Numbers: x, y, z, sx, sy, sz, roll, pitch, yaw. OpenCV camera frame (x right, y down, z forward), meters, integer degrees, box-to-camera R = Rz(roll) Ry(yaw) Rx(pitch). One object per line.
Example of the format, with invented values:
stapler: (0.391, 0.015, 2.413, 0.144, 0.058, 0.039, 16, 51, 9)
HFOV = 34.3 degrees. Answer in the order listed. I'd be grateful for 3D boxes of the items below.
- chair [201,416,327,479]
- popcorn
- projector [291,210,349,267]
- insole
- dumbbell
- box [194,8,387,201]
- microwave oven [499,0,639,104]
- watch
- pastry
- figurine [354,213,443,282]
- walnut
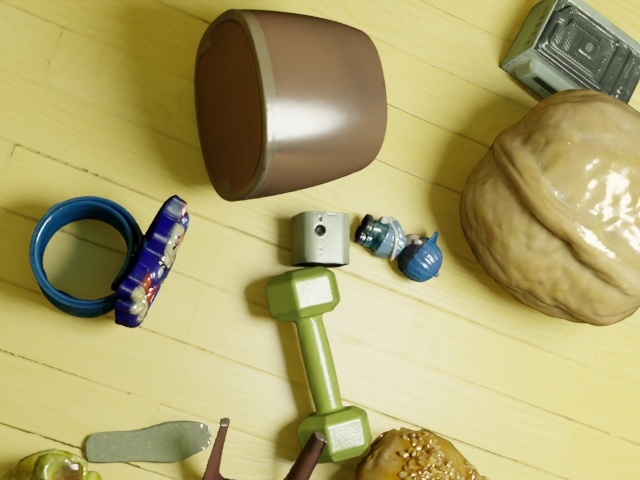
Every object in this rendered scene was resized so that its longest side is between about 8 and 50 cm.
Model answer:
chair: (-0.109, 0.452, 1.548, 0.175, 0.183, 0.326, 13, 124, -17)
popcorn: (-0.372, 0.379, 1.432, 0.197, 0.212, 0.198, 15, 45, -16)
projector: (0.000, 0.000, 1.656, 0.083, 0.083, 0.082, 2, 82, -19)
insole: (-0.259, 0.308, 1.570, 0.191, 0.010, 0.063, -2, 83, -18)
dumbbell: (-0.003, 0.192, 1.618, 0.108, 0.121, 0.302, -14, 86, 9)
box: (-0.047, -0.204, 1.570, 0.216, 0.301, 0.301, -6, 85, -27)
microwave oven: (0.451, -0.316, 1.826, 0.208, 0.122, 0.162, 33, 73, -12)
watch: (-0.319, 0.021, 1.519, 0.200, 0.171, 0.196, 23, 64, -3)
pastry: (0.153, 0.448, 1.590, 0.255, 0.162, 0.311, 24, 75, -32)
figurine: (0.134, 0.009, 1.706, 0.149, 0.087, 0.086, 25, 113, -13)
walnut: (0.418, -0.048, 1.672, 0.381, 0.381, 0.381, 2, 82, -18)
